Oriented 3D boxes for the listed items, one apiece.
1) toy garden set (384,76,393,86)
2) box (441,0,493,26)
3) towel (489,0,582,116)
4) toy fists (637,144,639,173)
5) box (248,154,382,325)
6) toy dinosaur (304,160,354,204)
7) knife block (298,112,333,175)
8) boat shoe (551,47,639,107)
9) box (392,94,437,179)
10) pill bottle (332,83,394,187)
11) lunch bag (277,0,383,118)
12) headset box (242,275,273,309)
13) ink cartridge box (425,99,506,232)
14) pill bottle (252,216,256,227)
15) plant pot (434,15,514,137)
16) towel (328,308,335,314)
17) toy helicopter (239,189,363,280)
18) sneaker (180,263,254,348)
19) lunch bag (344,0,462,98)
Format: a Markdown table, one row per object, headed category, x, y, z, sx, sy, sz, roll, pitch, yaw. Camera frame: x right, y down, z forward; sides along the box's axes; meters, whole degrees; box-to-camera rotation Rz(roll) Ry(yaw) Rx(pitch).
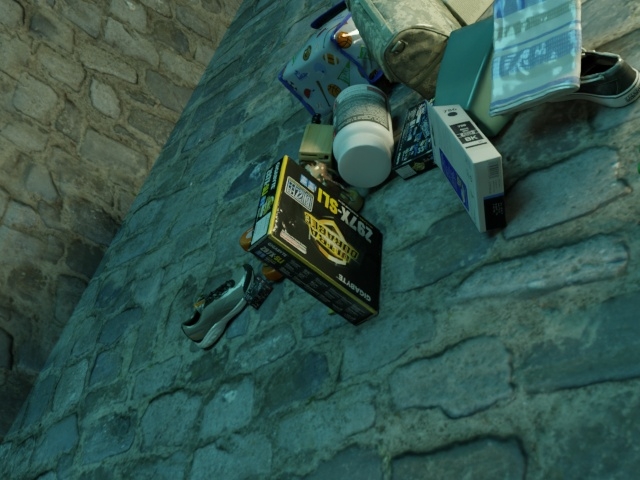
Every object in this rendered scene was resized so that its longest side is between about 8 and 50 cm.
| category | x | y | z | sx | sy | sz | roll | pitch | yaw |
| --- | --- | --- | --- | --- | --- | --- | --- | --- | --- |
| toy garden set | 0.285 | -0.564 | 2.212 | 0.203 | 0.049 | 0.244 | -16 | 44 | 48 |
| box | 0.453 | -0.731 | 2.095 | 0.275 | 0.113 | 0.094 | -47 | 27 | 6 |
| towel | 0.434 | -0.403 | 1.549 | 0.209 | 0.034 | 0.285 | -12 | 66 | 48 |
| toy fists | 0.629 | -0.189 | 1.204 | 0.279 | 0.096 | 0.142 | -48 | 38 | 3 |
| box | 0.000 | 0.000 | 1.678 | 0.079 | 0.322 | 0.257 | -34 | 31 | 32 |
| toy dinosaur | 0.003 | -0.040 | 1.894 | 0.200 | 0.296 | 0.127 | -21 | 19 | -36 |
| knife block | -0.001 | -0.283 | 2.128 | 0.276 | 0.088 | 0.242 | 80 | -167 | -73 |
| boat shoe | 0.512 | -0.343 | 1.546 | 0.113 | 0.105 | 0.306 | -50 | 28 | 3 |
| box | 0.275 | -0.270 | 1.875 | 0.175 | 0.051 | 0.220 | -23 | 39 | 43 |
| pill bottle | 0.112 | -0.277 | 2.010 | 0.161 | 0.161 | 0.283 | -36 | 31 | 28 |
| lunch bag | 0.095 | -0.615 | 2.361 | 0.327 | 0.239 | 0.385 | -18 | 30 | 55 |
| headset box | -0.169 | 0.140 | 2.078 | 0.083 | 0.032 | 0.062 | -53 | 28 | -4 |
| ink cartridge box | 0.301 | -0.171 | 1.595 | 0.065 | 0.165 | 0.333 | -16 | 34 | -2 |
| pill bottle | -0.167 | -0.039 | 2.249 | 0.067 | 0.067 | 0.120 | -26 | 37 | 40 |
| plant pot | 0.366 | -0.355 | 1.727 | 0.165 | 0.165 | 0.234 | -4 | 56 | 55 |
| towel | 0.047 | 0.135 | 1.782 | 0.060 | 0.009 | 0.083 | -24 | 37 | 43 |
| toy helicopter | -0.038 | -0.054 | 2.052 | 0.355 | 0.140 | 0.235 | -23 | 28 | 25 |
| sneaker | -0.283 | 0.174 | 2.130 | 0.272 | 0.108 | 0.100 | -53 | 26 | -4 |
| lunch bag | 0.215 | -0.554 | 1.996 | 0.212 | 0.256 | 0.305 | -46 | 47 | 26 |
